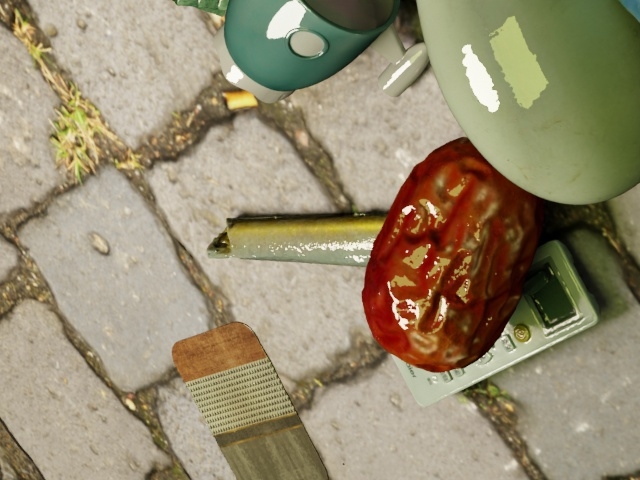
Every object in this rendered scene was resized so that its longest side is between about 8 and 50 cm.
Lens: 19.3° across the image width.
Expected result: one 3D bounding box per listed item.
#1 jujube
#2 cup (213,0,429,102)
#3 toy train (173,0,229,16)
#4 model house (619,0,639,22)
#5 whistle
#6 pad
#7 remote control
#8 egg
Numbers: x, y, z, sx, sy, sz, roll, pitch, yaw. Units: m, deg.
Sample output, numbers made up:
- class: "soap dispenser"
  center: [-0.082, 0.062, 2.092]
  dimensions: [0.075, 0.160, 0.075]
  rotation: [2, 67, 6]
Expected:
- class: "jujube"
  center: [0.141, 0.016, 2.013]
  dimensions: [0.174, 0.174, 0.250]
  rotation: [30, 106, 23]
- class: "cup"
  center: [-0.026, -0.240, 2.018]
  dimensions: [0.299, 0.167, 0.173]
  rotation: [29, 136, -19]
- class: "toy train"
  center: [-0.148, -0.392, 2.009]
  dimensions: [0.330, 0.178, 0.138]
  rotation: [110, 147, -41]
- class: "model house"
  center: [0.329, -0.306, 1.608]
  dimensions: [0.237, 0.215, 0.303]
  rotation: [-37, 92, 3]
- class: "whistle"
  center: [0.000, -0.001, 2.211]
  dimensions: [0.326, 0.068, 0.057]
  rotation: [0, 124, 38]
- class: "pad"
  center: [-0.056, 0.219, 2.390]
  dimensions: [0.323, 0.055, 0.250]
  rotation: [-14, 106, 61]
- class: "remote control"
  center: [0.191, 0.096, 2.122]
  dimensions: [0.293, 0.051, 0.103]
  rotation: [-31, 85, 43]
- class: "egg"
  center: [0.211, -0.212, 1.804]
  dimensions: [0.230, 0.230, 0.371]
  rotation: [-21, 93, 44]
